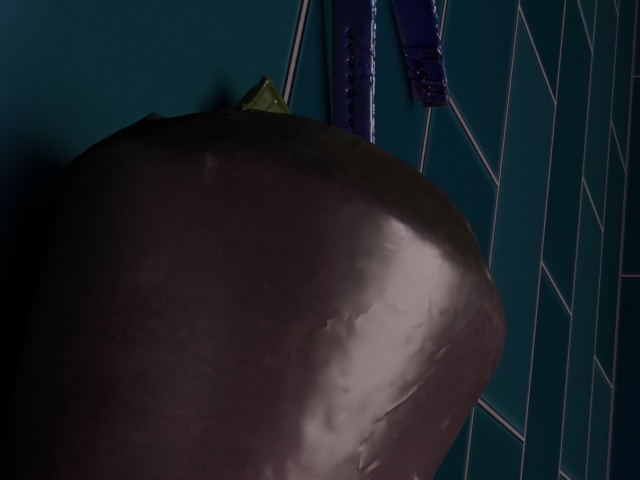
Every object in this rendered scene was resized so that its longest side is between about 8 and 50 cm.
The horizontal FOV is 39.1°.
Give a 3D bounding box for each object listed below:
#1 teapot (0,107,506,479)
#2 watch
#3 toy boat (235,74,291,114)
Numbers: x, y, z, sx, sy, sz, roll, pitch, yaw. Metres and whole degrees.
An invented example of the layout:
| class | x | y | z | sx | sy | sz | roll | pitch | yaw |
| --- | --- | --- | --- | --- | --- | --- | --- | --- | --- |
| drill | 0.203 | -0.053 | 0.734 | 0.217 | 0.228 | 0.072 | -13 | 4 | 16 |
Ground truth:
| class | x | y | z | sx | sy | sz | roll | pitch | yaw |
| --- | --- | --- | --- | --- | --- | --- | --- | --- | --- |
| teapot | -0.076 | 0.115 | 0.426 | 0.300 | 0.253 | 0.344 | 42 | 57 | -38 |
| watch | 0.051 | -0.196 | 0.878 | 0.276 | 0.068 | 0.274 | -57 | 144 | -48 |
| toy boat | 0.000 | 0.000 | 0.735 | 0.293 | 0.055 | 0.093 | 58 | 42 | -31 |
